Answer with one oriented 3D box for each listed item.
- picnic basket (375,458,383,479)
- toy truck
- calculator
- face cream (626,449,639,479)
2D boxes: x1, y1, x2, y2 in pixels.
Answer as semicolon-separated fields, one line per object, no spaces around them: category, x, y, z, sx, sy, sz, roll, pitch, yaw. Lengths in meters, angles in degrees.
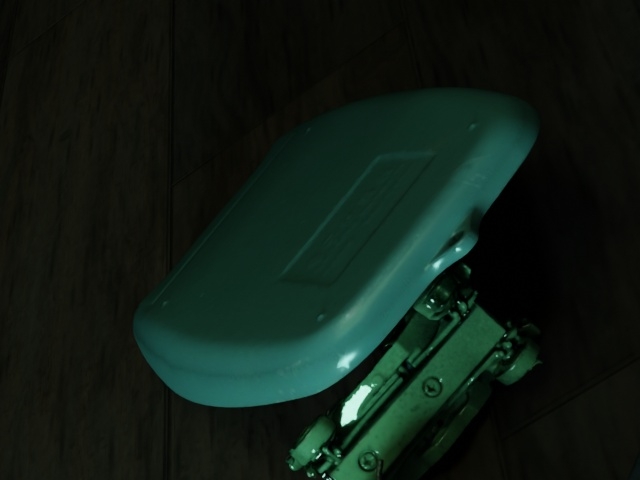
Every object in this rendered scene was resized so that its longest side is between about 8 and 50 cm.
picnic basket;0.048;0.161;0.906;0.083;0.065;0.083;-10;61;52
toy truck;0.054;0.091;0.988;0.154;0.080;0.078;-50;3;-9
calculator;0.000;0.000;1.100;0.256;0.054;0.386;-51;20;-16
face cream;0.193;0.106;0.778;0.136;0.086;0.385;-5;43;45
